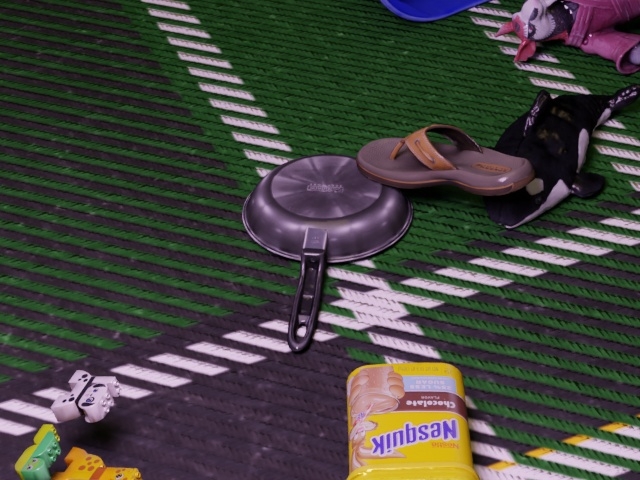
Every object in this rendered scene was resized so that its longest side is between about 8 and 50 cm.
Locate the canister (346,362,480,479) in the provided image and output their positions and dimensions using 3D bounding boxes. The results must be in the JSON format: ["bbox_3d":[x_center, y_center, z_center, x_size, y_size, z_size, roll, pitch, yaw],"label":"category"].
[{"bbox_3d":[0.085,0.196,1.683,0.126,0.073,0.170,-2,37,1],"label":"canister"}]

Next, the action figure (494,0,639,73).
[{"bbox_3d":[0.390,-0.349,2.262,0.370,0.248,0.276,-27,3,8],"label":"action figure"}]

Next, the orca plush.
[{"bbox_3d":[0.283,-0.130,2.059,0.287,0.102,0.151,-31,46,-31],"label":"orca plush"}]

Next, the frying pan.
[{"bbox_3d":[-0.025,-0.009,1.976,0.197,0.053,0.326,18,39,25],"label":"frying pan"}]

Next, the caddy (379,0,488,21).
[{"bbox_3d":[0.183,-0.434,2.347,0.341,0.241,0.179,-23,36,-23],"label":"caddy"}]

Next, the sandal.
[{"bbox_3d":[0.139,-0.097,1.981,0.219,0.060,0.090,12,37,38],"label":"sandal"}]

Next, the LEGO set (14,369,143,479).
[{"bbox_3d":[-0.228,0.226,1.651,0.093,0.087,0.227,-2,36,27],"label":"LEGO set"}]
